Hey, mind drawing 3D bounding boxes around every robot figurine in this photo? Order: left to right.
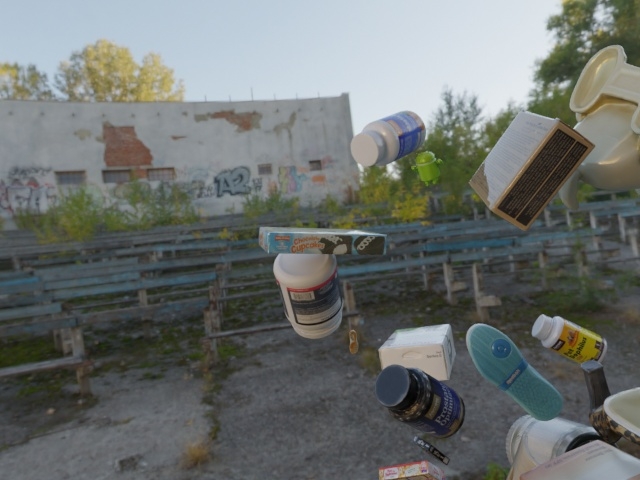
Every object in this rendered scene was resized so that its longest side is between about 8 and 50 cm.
[{"bbox_3d":[0.354,-0.241,1.589,0.101,0.115,0.067,-12,23,28],"label":"robot figurine"}]

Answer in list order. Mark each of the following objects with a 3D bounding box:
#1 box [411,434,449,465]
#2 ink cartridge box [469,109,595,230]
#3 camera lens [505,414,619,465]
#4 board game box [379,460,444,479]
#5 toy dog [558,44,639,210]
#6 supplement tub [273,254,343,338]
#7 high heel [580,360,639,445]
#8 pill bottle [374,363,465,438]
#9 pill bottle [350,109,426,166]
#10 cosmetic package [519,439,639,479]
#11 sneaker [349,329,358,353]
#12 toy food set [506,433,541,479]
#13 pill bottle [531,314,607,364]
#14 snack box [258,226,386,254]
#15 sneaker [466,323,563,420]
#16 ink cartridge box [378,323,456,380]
[{"bbox_3d":[0.288,0.548,1.259,0.083,0.018,0.067,43,-17,-20],"label":"box"},{"bbox_3d":[0.403,-0.147,0.958,0.088,0.193,0.235,32,20,-4],"label":"ink cartridge box"},{"bbox_3d":[0.703,0.633,1.399,0.219,0.220,0.274,-6,-8,-13],"label":"camera lens"},{"bbox_3d":[0.333,0.858,1.756,0.193,0.045,0.147,-22,-46,26],"label":"board game box"},{"bbox_3d":[0.799,-0.202,1.132,0.407,0.396,0.284,19,12,-26],"label":"toy dog"},{"bbox_3d":[-0.031,0.156,1.506,0.191,0.272,0.191,-6,39,5],"label":"supplement tub"},{"bbox_3d":[0.588,0.366,0.911,0.093,0.186,0.261,-19,11,9],"label":"high heel"},{"bbox_3d":[0.224,0.363,1.096,0.122,0.123,0.219,-8,-34,46],"label":"pill bottle"},{"bbox_3d":[0.228,-0.342,1.634,0.152,0.152,0.272,-8,17,46],"label":"pill bottle"},{"bbox_3d":[0.390,0.366,0.549,0.153,0.129,0.296,-15,4,-14],"label":"cosmetic package"},{"bbox_3d":[0.119,0.360,1.714,0.031,0.083,0.037,0,-1,4],"label":"sneaker"},{"bbox_3d":[0.466,0.486,0.815,0.306,0.220,0.092,23,36,31],"label":"toy food set"},{"bbox_3d":[0.841,0.336,1.638,0.215,0.117,0.117,25,3,8],"label":"pill bottle"},{"bbox_3d":[0.000,0.000,1.334,0.321,0.060,0.187,1,5,-14],"label":"snack box"},{"bbox_3d":[0.523,0.359,1.383,0.127,0.319,0.208,-42,-3,4],"label":"sneaker"},{"bbox_3d":[0.319,0.361,1.553,0.198,0.115,0.273,-10,-1,20],"label":"ink cartridge box"}]
